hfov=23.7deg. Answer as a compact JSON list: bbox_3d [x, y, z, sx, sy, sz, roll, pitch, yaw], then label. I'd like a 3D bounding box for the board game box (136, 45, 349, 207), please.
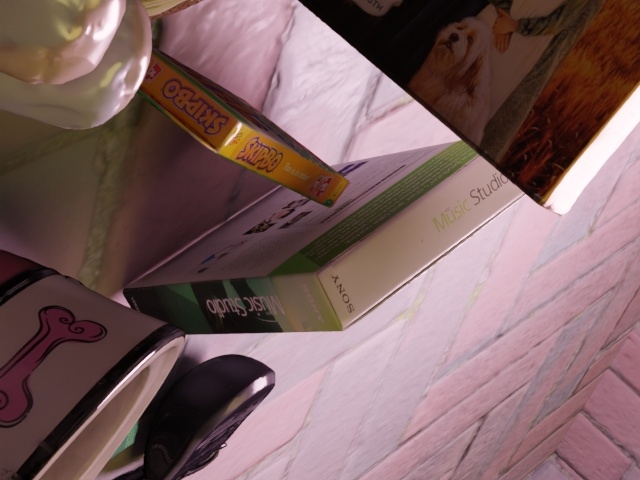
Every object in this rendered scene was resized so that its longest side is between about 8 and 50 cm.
[{"bbox_3d":[-0.072,-0.090,1.154,0.039,0.124,0.259,-54,159,8],"label":"board game box"}]

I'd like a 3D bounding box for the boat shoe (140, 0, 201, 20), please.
[{"bbox_3d":[-0.064,-0.238,0.976,0.257,0.095,0.095,-42,146,-31],"label":"boat shoe"}]

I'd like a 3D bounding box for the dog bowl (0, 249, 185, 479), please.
[{"bbox_3d":[-0.278,0.179,1.070,0.408,0.150,0.408,-52,176,-4],"label":"dog bowl"}]

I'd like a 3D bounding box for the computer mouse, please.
[{"bbox_3d":[-0.144,0.197,1.628,0.188,0.072,0.272,-30,166,-44],"label":"computer mouse"}]

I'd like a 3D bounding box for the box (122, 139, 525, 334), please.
[{"bbox_3d":[0.000,0.000,1.297,0.232,0.058,0.322,-35,-166,-30],"label":"box"}]

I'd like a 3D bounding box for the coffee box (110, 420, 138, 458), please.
[{"bbox_3d":[-0.250,0.196,1.441,0.184,0.040,0.113,-33,155,-34],"label":"coffee box"}]

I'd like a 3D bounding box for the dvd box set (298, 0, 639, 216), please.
[{"bbox_3d":[0.186,-0.273,1.075,0.420,0.307,0.062,-51,157,11],"label":"dvd box set"}]

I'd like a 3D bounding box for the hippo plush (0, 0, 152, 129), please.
[{"bbox_3d":[-0.233,-0.090,0.678,0.236,0.234,0.294,-48,160,-2],"label":"hippo plush"}]
